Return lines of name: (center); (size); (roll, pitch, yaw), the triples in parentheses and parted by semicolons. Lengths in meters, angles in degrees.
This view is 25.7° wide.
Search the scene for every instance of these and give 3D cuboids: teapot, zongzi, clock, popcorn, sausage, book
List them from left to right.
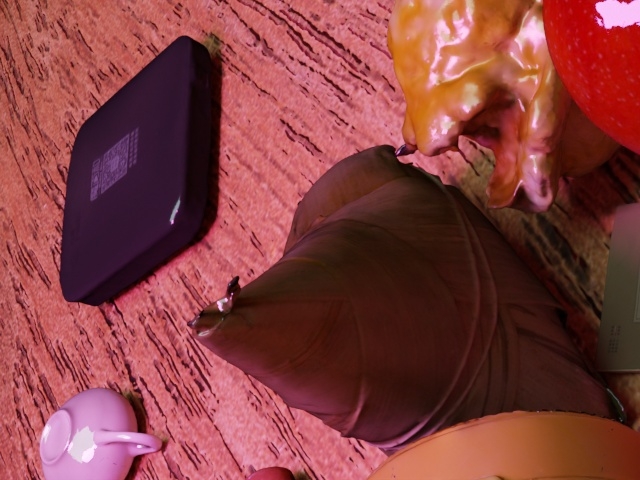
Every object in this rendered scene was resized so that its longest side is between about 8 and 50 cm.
teapot: (-0.271, 0.244, 1.660); (0.226, 0.092, 0.145); (-13, 63, 49)
sausage: (-0.043, 0.258, 1.339); (0.094, 0.054, 0.059); (-118, 16, -52)
zongzi: (0.000, 0.000, 1.122); (0.181, 0.418, 0.447); (-53, 40, 16)
clock: (0.098, 0.245, 0.951); (0.317, 0.244, 0.200); (-23, 52, 11)
popcorn: (0.164, -0.146, 1.133); (0.191, 0.190, 0.253); (-9, 81, 58)
book: (0.285, 0.030, 1.026); (0.199, 0.016, 0.138); (-7, 67, 54)

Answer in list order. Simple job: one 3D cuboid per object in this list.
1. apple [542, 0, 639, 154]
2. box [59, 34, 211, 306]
apple: (0.275, -0.175, 0.947); (0.260, 0.216, 0.260); (-21, 56, 34)
box: (-0.234, -0.086, 1.797); (0.289, 0.073, 0.290); (-33, 47, 42)
